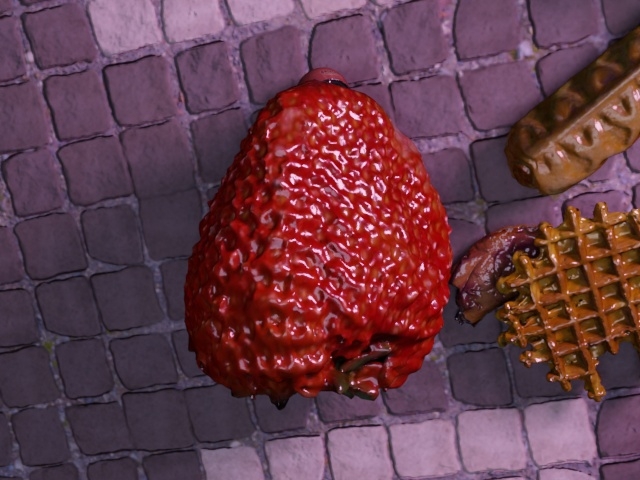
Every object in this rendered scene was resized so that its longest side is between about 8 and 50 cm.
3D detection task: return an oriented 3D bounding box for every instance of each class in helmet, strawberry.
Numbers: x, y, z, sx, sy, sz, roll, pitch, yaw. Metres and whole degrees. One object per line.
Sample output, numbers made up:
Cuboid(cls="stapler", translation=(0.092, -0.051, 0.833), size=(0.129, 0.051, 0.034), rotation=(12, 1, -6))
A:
Cuboid(cls="helmet", translation=(-0.003, -0.166, 1.357), size=(0.065, 0.049, 0.084), rotation=(7, 133, -28))
Cuboid(cls="strawberry", translation=(0.000, 0.000, 1.305), size=(0.267, 0.312, 0.351), rotation=(6, 95, 55))

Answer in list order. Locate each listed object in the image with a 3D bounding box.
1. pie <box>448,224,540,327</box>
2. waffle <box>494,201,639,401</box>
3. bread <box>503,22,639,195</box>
Cuboid(cls="pie", translation=(0.214, 0.034, 1.377), size=(0.170, 0.034, 0.092), rotation=(-37, 100, 17))
Cuboid(cls="waffle", translation=(0.319, 0.067, 1.343), size=(0.231, 0.051, 0.229), rotation=(27, 109, -8))
Cuboid(cls="bread", translation=(0.314, -0.150, 1.281), size=(0.269, 0.087, 0.098), rotation=(-39, 98, 18))
